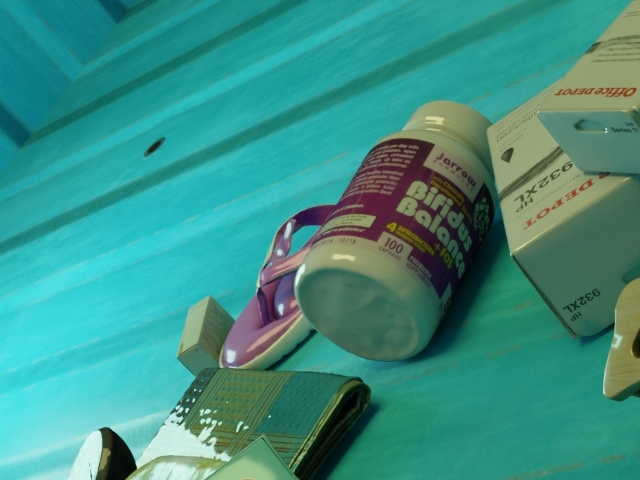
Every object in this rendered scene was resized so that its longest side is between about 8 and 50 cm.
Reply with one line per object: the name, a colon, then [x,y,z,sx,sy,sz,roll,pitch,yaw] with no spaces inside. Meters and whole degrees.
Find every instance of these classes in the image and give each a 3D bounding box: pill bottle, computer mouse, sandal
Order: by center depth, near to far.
pill bottle: [0.103,-0.020,1.919,0.169,0.169,0.301,-19,32,45]
computer mouse: [-0.273,0.336,1.949,0.272,0.072,0.188,-61,23,24]
sandal: [-0.006,-0.001,2.158,0.416,0.102,0.169,-49,20,-13]

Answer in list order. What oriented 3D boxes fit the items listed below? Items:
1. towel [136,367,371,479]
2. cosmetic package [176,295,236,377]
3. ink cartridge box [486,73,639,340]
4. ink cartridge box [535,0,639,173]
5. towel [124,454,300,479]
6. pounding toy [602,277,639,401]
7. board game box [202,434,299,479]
towel: [-0.112,0.259,1.921,0.271,0.040,0.370,-54,23,-22]
cosmetic package: [-0.150,0.131,2.213,0.041,0.060,0.115,-34,21,23]
ink cartridge box: [0.304,-0.069,1.724,0.223,0.129,0.307,-34,22,17]
ink cartridge box: [0.326,-0.161,1.573,0.208,0.087,0.153,-46,24,-18]
towel: [-0.188,0.346,1.654,0.320,0.090,0.374,-48,15,-19]
pounding toy: [0.379,0.089,1.381,0.269,0.155,0.154,-31,50,48]
board game box: [-0.053,0.354,1.365,0.254,0.079,0.336,-36,47,-8]
